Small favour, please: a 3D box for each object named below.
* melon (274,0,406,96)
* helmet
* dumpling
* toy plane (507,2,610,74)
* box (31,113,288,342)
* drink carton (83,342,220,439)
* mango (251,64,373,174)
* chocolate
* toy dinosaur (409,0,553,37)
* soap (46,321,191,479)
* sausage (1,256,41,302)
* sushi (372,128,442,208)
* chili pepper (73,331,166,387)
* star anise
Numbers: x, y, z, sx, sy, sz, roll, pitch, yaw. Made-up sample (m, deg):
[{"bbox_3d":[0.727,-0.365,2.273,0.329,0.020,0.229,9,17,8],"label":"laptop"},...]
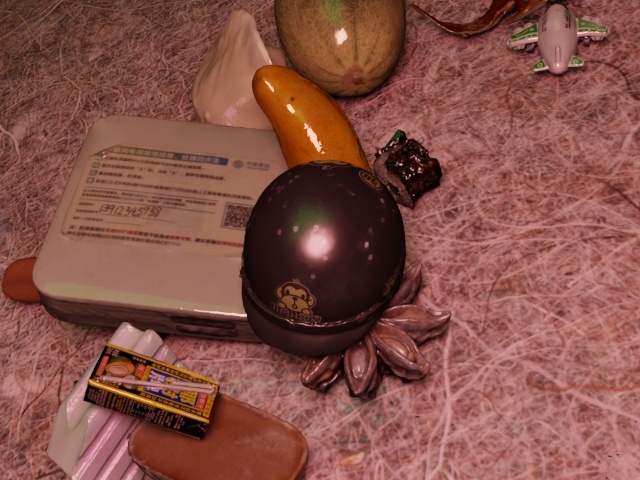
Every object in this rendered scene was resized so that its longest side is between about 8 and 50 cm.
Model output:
[{"bbox_3d":[0.039,-0.420,1.353,0.248,0.249,0.330,-14,60,11],"label":"melon"},{"bbox_3d":[0.000,0.000,0.958,0.230,0.160,0.279,15,56,10],"label":"helmet"},{"bbox_3d":[-0.156,-0.311,1.347,0.187,0.243,0.318,-28,51,-23],"label":"dumpling"},{"bbox_3d":[0.420,-0.359,1.267,0.173,0.080,0.174,-11,48,13],"label":"toy plane"},{"bbox_3d":[-0.228,-0.034,1.187,0.395,0.111,0.397,7,54,0],"label":"box"},{"bbox_3d":[-0.223,0.201,0.957,0.165,0.056,0.071,20,42,-8],"label":"drink carton"},{"bbox_3d":[0.000,-0.157,1.147,0.120,0.295,0.177,-21,18,16],"label":"mango"},{"bbox_3d":[-0.137,0.300,0.980,0.261,0.083,0.161,20,47,31],"label":"chocolate"},{"bbox_3d":[0.347,-0.482,1.353,0.327,0.113,0.207,-7,36,37],"label":"toy dinosaur"},{"bbox_3d":[-0.296,0.255,1.040,0.091,0.145,0.231,9,53,37],"label":"soap"},{"bbox_3d":[-0.438,0.068,1.268,0.288,0.086,0.086,-1,54,18],"label":"sausage"},{"bbox_3d":[0.141,-0.113,1.174,0.084,0.098,0.094,-40,49,-12],"label":"sushi"},{"bbox_3d":[-0.316,0.196,1.125,0.062,0.108,0.216,34,65,3],"label":"chili pepper"},{"bbox_3d":[0.057,0.127,1.023,0.235,0.109,0.223,-16,57,-13],"label":"star anise"}]
